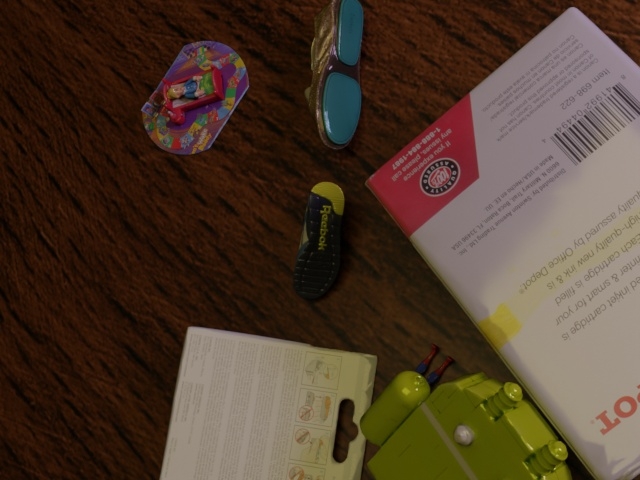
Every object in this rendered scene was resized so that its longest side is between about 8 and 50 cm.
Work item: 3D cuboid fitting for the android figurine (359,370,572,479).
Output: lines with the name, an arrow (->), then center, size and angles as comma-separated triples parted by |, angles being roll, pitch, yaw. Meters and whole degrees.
android figurine -> 0.138, 0.241, 0.842 | 0.248, 0.056, 0.273 | 56, 136, 24

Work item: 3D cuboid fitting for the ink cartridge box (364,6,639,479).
ink cartridge box -> 0.276, 0.010, 0.867 | 0.279, 0.160, 0.385 | -39, 65, 9

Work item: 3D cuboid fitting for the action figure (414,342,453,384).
action figure -> 0.101, 0.169, 0.971 | 0.038, 0.030, 0.115 | 38, 94, 21

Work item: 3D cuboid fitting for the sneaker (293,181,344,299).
sneaker -> 0.000, 0.000, 1.048 | 0.053, 0.059, 0.144 | 12, 97, -6

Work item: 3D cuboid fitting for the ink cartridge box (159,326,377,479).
ink cartridge box -> -0.061, 0.212, 1.024 | 0.232, 0.066, 0.189 | 8, 78, 3

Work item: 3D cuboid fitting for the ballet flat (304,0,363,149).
ballet flat -> 0.014, -0.208, 1.098 | 0.067, 0.073, 0.206 | -9, 67, 49

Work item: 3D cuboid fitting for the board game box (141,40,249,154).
board game box -> -0.179, -0.201, 1.184 | 0.133, 0.033, 0.169 | 33, 90, 27
